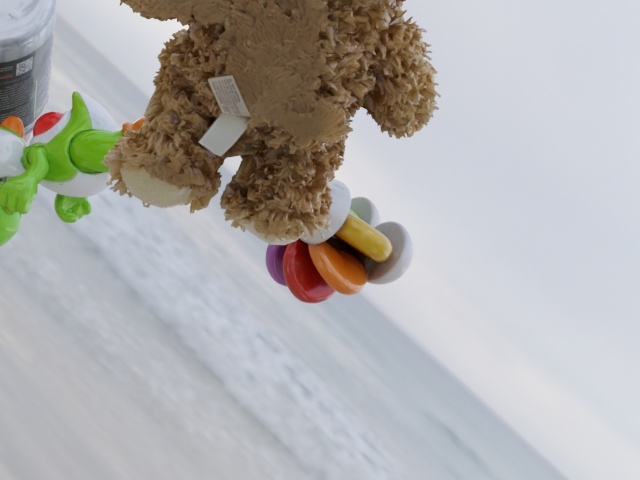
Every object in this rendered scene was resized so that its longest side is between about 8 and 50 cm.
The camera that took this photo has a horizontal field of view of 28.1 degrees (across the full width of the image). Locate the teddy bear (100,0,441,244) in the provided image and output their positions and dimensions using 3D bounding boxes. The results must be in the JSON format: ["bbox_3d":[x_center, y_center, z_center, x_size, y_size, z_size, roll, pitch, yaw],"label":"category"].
[{"bbox_3d":[-0.028,-0.133,0.857,0.245,0.338,0.113,8,39,3],"label":"teddy bear"}]

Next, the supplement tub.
[{"bbox_3d":[-0.529,-0.286,2.023,0.207,0.207,0.338,43,-33,13],"label":"supplement tub"}]

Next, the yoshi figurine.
[{"bbox_3d":[-0.396,-0.075,1.860,0.203,0.362,0.203,-97,-179,-52],"label":"yoshi figurine"}]

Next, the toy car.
[{"bbox_3d":[0.000,0.000,1.420,0.159,0.136,0.182,33,5,-36],"label":"toy car"}]
